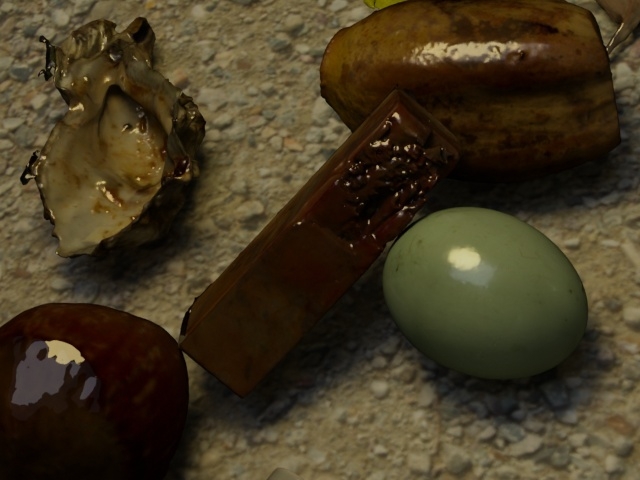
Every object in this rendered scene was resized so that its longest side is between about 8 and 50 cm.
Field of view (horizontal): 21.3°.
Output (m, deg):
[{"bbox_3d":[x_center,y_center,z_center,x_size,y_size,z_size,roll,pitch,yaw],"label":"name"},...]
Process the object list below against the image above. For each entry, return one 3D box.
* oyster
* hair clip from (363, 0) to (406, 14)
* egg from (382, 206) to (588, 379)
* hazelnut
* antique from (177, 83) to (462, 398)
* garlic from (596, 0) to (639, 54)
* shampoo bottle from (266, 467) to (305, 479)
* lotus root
[{"bbox_3d":[-0.221,-0.118,1.783,0.198,0.133,0.337,-24,51,5],"label":"oyster"},{"bbox_3d":[0.120,-0.224,1.788,0.173,0.046,0.072,31,74,34],"label":"hair clip"},{"bbox_3d":[0.147,0.048,1.530,0.192,0.149,0.149,26,68,21],"label":"egg"},{"bbox_3d":[-0.237,0.149,1.564,0.234,0.218,0.218,-13,54,11],"label":"hazelnut"},{"bbox_3d":[0.000,0.000,1.569,0.310,0.087,0.093,-46,12,13],"label":"antique"},{"bbox_3d":[0.305,-0.282,1.753,0.128,0.090,0.198,-30,58,16],"label":"garlic"},{"bbox_3d":[-0.097,0.338,1.458,0.092,0.092,0.303,30,72,33],"label":"shampoo bottle"},{"bbox_3d":[0.147,-0.155,1.647,0.291,0.193,0.193,1,58,14],"label":"lotus root"}]
